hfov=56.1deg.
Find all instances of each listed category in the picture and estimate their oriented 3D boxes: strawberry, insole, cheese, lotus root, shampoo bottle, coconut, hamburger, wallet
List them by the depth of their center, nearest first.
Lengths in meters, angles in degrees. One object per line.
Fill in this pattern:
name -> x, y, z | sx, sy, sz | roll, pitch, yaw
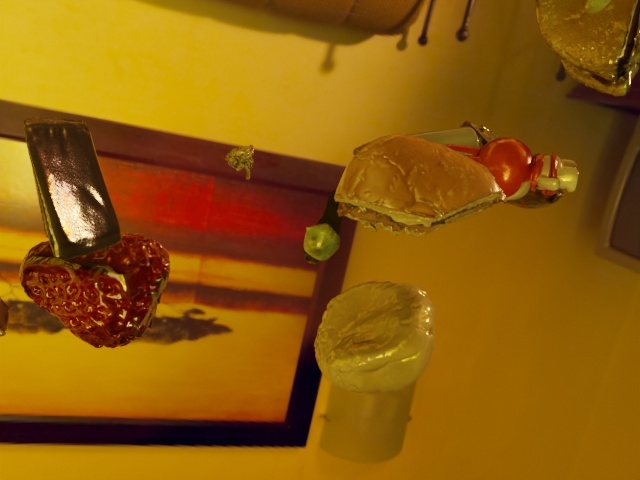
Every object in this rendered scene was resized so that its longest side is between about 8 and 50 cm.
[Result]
hamburger -> 0.431, -0.374, 0.933 | 0.192, 0.287, 0.168 | 19, -175, 42
wallet -> -0.440, -0.094, 1.063 | 0.052, 0.245, 0.168 | -12, -176, 19
cheese -> 0.098, 0.166, 1.096 | 0.226, 0.117, 0.213 | -11, -139, 16
hamburger -> 0.170, -0.096, 1.099 | 0.245, 0.282, 0.155 | 54, 167, 3
shampoo bottle -> 0.255, -0.224, 1.471 | 0.263, 0.085, 0.085 | -10, -160, -19
coconut -> 0.000, 0.000, 1.473 | 0.096, 0.088, 0.088 | 40, -173, -15
strawberry -> -0.583, 0.102, 1.557 | 0.345, 0.317, 0.295 | 21, -129, -6
lotus root -> 0.492, -0.182, 1.643 | 0.314, 0.142, 0.210 | 47, -152, 22
insole -> 0.023, -0.041, 1.769 | 0.086, 0.253, 0.005 | 23, 159, 5

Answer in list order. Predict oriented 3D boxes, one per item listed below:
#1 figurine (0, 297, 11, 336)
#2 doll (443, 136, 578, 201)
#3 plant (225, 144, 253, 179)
figurine -> -0.723, 0.158, 1.272 | 0.125, 0.125, 0.138 | 5, -177, -28
doll -> 0.391, -0.154, 1.284 | 0.291, 0.129, 0.161 | 8, -146, 13
plant -> -0.246, -0.257, 1.984 | 0.105, 0.121, 0.117 | -29, 174, 27
